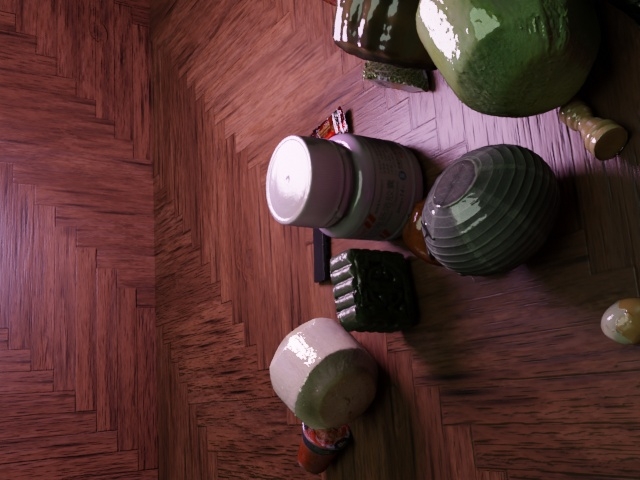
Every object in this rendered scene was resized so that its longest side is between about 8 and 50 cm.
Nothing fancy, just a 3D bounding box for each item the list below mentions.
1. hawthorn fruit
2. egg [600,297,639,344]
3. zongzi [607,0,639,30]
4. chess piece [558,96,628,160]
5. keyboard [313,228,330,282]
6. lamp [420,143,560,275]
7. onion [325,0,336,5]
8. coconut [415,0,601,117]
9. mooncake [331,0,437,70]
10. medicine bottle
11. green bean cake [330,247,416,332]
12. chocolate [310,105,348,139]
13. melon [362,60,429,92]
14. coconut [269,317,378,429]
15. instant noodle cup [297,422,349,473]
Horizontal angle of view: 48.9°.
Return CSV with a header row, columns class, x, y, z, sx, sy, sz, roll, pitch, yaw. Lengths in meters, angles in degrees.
class,x,y,z,sx,sy,sz,roll,pitch,yaw
hawthorn fruit,0.255,-0.007,1.455,0.189,0.149,0.149,50,143,-7
egg,0.488,0.126,1.110,0.083,0.071,0.071,-62,40,28
zongzi,0.421,-0.515,1.031,0.319,0.362,0.383,-13,73,38
chess piece,0.458,-0.194,1.202,0.066,0.066,0.122,-65,33,29
keyboard,0.001,0.000,1.932,0.072,0.023,0.231,160,111,-62
lamp,0.306,-0.047,1.274,0.265,0.233,0.233,-51,41,7
onion,0.086,-0.689,1.746,0.248,0.161,0.248,-2,87,47
coconut,0.317,-0.375,1.222,0.281,0.328,0.328,119,141,-49
mooncake,0.166,-0.457,1.479,0.290,0.290,0.161,45,129,50
medicine bottle,0.053,-0.123,1.600,0.241,0.302,0.241,-9,79,57
green bean cake,0.119,0.112,1.581,0.094,0.185,0.183,-30,60,50
chocolate,0.024,-0.292,1.922,0.182,0.028,0.086,-37,64,51
melon,0.162,-0.389,1.646,0.093,0.140,0.202,93,153,-44
coconut,0.000,0.315,1.701,0.266,0.237,0.237,46,124,50
instant noodle cup,-0.002,0.521,1.802,0.127,0.127,0.135,59,142,42
